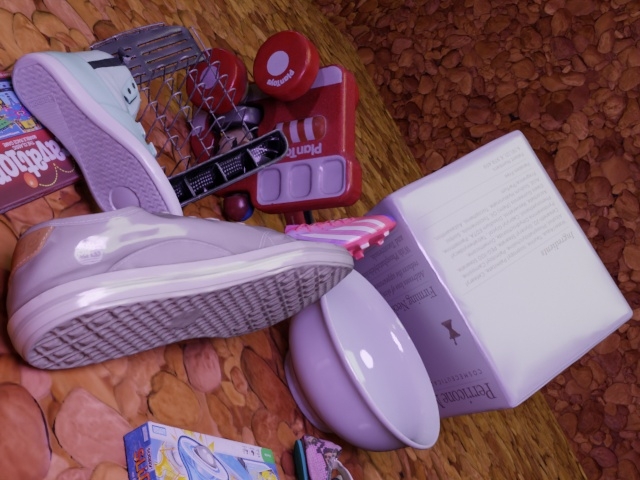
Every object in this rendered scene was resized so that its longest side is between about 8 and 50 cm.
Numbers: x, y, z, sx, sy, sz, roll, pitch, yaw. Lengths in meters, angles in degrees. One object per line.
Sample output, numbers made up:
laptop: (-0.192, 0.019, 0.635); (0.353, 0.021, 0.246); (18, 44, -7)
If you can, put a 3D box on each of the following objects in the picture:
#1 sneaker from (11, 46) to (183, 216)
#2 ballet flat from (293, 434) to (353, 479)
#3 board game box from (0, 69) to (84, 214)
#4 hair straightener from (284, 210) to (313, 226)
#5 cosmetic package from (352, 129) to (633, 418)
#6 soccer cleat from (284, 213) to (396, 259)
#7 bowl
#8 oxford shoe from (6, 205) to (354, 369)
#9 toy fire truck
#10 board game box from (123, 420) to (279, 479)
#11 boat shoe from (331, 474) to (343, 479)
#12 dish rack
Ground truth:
sneaker: (-0.224, -0.123, 0.840); (0.256, 0.094, 0.151); (54, 28, -7)
ballet flat: (0.010, 0.320, 0.834); (0.221, 0.079, 0.077); (-95, -169, -58)
board game box: (-0.329, -0.117, 0.779); (0.145, 0.027, 0.281); (56, 19, -9)
hair straightener: (-0.008, 0.033, 1.308); (0.089, 0.047, 0.230); (32, 31, -51)
cosmetic package: (0.273, 0.075, 1.320); (0.327, 0.329, 0.394); (-28, 84, -27)
soccer cleat: (0.000, 0.000, 1.108); (0.095, 0.248, 0.083); (63, -12, 13)
bowl: (0.041, 0.191, 1.046); (0.298, 0.134, 0.298); (48, 21, -25)
oxford shoe: (-0.124, 0.029, 0.768); (0.449, 0.169, 0.130); (-3, 53, -50)
toy fire truck: (-0.078, -0.161, 1.101); (0.169, 0.302, 0.254); (22, 66, -59)
board game box: (-0.104, 0.267, 0.714); (0.201, 0.035, 0.136); (33, 30, -50)
boat shoe: (0.039, 0.369, 0.882); (0.049, 0.056, 0.152); (-7, 56, -34)
dish rack: (-0.197, -0.182, 0.975); (0.208, 0.074, 0.271); (-29, 85, -28)
